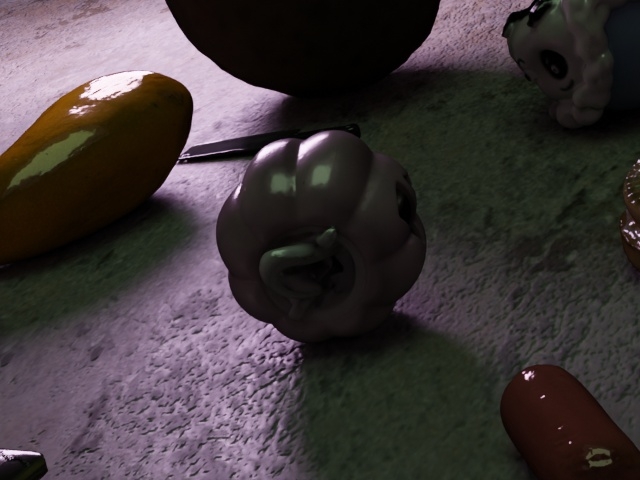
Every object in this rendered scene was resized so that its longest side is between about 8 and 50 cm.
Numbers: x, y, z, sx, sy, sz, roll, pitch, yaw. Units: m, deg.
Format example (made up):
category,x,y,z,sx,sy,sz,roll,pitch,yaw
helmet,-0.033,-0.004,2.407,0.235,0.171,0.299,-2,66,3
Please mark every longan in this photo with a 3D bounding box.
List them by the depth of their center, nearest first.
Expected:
category,x,y,z,sx,sy,sz,roll,pitch,yaw
longan,-0.019,-0.377,1.848,0.391,0.391,0.391,-11,21,4

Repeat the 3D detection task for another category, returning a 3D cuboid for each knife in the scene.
category,x,y,z,sx,sy,sz,roll,pitch,yaw
knife,-0.059,-0.125,1.730,0.245,0.019,0.072,-5,21,23

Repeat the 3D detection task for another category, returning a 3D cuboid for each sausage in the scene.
category,x,y,z,sx,sy,sz,roll,pitch,yaw
sausage,0.161,0.130,0.907,0.062,0.062,0.154,-15,21,-6

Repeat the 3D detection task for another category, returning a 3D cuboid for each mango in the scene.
category,x,y,z,sx,sy,sz,roll,pitch,yaw
mango,-0.266,-0.087,1.588,0.187,0.144,0.359,-12,24,37

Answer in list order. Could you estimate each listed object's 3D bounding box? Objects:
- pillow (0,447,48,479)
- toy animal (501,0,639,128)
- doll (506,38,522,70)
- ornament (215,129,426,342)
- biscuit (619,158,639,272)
category,x,y,z,sx,sy,sz,roll,pitch,yaw
pillow,-0.337,0.204,1.013,0.212,0.052,0.208,1,22,25
toy animal,0.316,-0.212,1.553,0.204,0.156,0.208,-20,4,-9
doll,0.302,-0.246,1.788,0.113,0.071,0.135,-7,19,-42
ornament,0.000,0.001,1.175,0.178,0.177,0.177,-11,21,4
biscuit,0.373,-0.035,1.177,0.259,0.079,0.259,-11,21,4
